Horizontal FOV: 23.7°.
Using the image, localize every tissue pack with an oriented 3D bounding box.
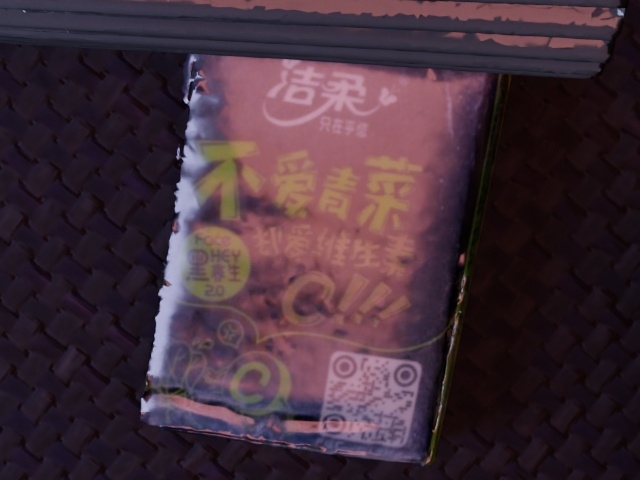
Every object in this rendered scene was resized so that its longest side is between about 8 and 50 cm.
[{"bbox_3d":[0.000,0.000,0.841,0.174,0.073,0.235,8,101,-4],"label":"tissue pack"}]

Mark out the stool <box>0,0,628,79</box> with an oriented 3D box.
[{"bbox_3d":[-0.037,-0.218,0.692,0.330,0.297,0.297,-1,101,2],"label":"stool"}]
